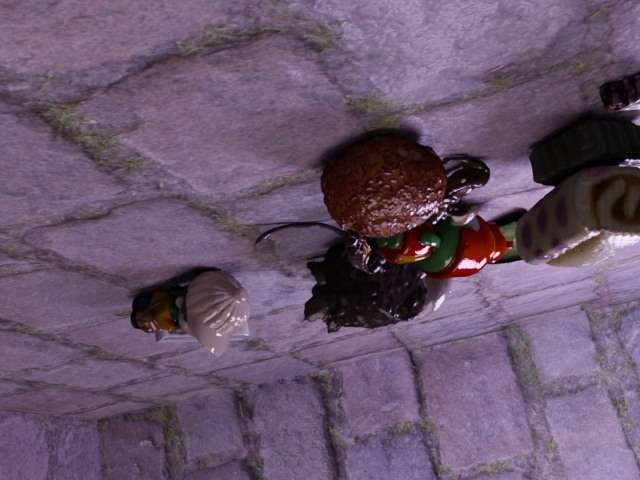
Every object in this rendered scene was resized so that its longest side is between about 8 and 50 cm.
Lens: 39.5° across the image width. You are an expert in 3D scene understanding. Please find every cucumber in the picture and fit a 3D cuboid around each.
[{"bbox_3d":[0.471,-0.007,2.266,0.193,0.086,0.115,-22,115,38],"label":"cucumber"}]

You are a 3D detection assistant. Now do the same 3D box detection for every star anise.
[{"bbox_3d":[0.000,0.000,2.006,0.227,0.148,0.218,12,-155,19],"label":"star anise"}]

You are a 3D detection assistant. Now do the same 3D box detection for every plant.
[{"bbox_3d":[0.096,0.116,2.209,0.213,0.215,0.312,7,163,-34],"label":"plant"}]

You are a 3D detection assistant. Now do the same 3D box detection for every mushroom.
[{"bbox_3d":[0.289,0.087,2.235,0.116,0.225,0.093,32,-167,-6],"label":"mushroom"}]

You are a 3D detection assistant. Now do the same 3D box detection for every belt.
[{"bbox_3d":[0.607,-0.259,1.584,0.232,0.053,0.071,-3,169,-21],"label":"belt"}]

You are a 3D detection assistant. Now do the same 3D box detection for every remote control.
[{"bbox_3d":[-0.335,0.229,2.512,0.277,0.103,0.055,3,156,-36],"label":"remote control"}]

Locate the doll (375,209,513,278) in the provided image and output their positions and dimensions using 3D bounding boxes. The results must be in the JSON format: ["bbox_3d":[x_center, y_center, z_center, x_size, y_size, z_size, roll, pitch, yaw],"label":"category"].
[{"bbox_3d":[0.302,0.009,2.062,0.363,0.160,0.182,0,178,-29],"label":"doll"}]

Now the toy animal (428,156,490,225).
[{"bbox_3d":[0.277,-0.092,1.859,0.186,0.094,0.214,-4,156,-45],"label":"toy animal"}]

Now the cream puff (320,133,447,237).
[{"bbox_3d":[0.116,-0.092,1.665,0.240,0.164,0.240,-8,168,-2],"label":"cream puff"}]

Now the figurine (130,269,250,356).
[{"bbox_3d":[-0.330,0.162,2.262,0.332,0.205,0.185,13,-179,37],"label":"figurine"}]

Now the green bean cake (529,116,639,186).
[{"bbox_3d":[0.530,-0.167,1.759,0.183,0.094,0.185,0,161,-30],"label":"green bean cake"}]

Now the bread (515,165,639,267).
[{"bbox_3d":[0.525,-0.045,1.760,0.187,0.155,0.338,3,168,-5],"label":"bread"}]

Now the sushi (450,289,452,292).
[{"bbox_3d":[0.287,0.097,2.378,0.114,0.147,0.212,-9,158,4],"label":"sushi"}]
